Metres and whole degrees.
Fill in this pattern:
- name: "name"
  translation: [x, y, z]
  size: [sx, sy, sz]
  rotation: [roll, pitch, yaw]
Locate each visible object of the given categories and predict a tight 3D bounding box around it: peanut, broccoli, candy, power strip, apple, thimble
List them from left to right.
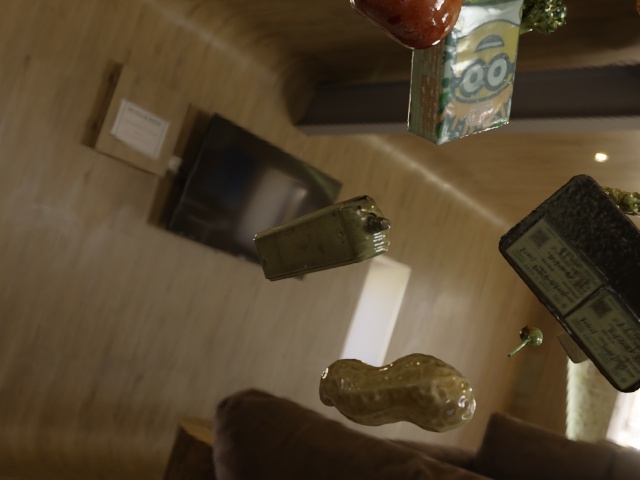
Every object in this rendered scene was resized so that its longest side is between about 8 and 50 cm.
- name: "power strip"
  translation: [0.000, 0.000, 1.232]
  size: [0.066, 0.092, 0.387]
  rotation: [-21, 3, -28]
- name: "peanut"
  translation: [0.129, 0.265, 1.414]
  size: [0.298, 0.136, 0.120]
  rotation: [-3, -42, 28]
- name: "apple"
  translation: [0.146, -0.420, 1.331]
  size: [0.201, 0.162, 0.201]
  rotation: [34, 12, -8]
- name: "broccoli"
  translation: [0.399, -0.552, 2.143]
  size: [0.275, 0.397, 0.353]
  rotation: [34, 4, -25]
- name: "candy"
  translation: [0.533, 0.274, 2.112]
  size: [0.061, 0.061, 0.202]
  rotation: [14, 18, 31]
- name: "thimble"
  translation: [0.638, 0.243, 1.934]
  size: [0.102, 0.090, 0.115]
  rotation: [-37, -13, 35]

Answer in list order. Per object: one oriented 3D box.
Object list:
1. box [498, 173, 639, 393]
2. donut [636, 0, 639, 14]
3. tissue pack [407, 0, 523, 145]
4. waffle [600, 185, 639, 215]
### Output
- name: "box"
  translation: [0.492, 0.073, 1.381]
  size: [0.350, 0.211, 0.058]
  rotation: [53, 19, 14]
- name: "donut"
  translation: [0.699, -0.485, 1.471]
  size: [0.118, 0.253, 0.253]
  rotation: [30, -8, -11]
- name: "tissue pack"
  translation: [0.307, -0.381, 1.695]
  size: [0.228, 0.311, 0.128]
  rotation: [-20, 36, -30]
- name: "waffle"
  translation: [0.649, -0.079, 1.666]
  size: [0.204, 0.054, 0.223]
  rotation: [7, 6, -8]
